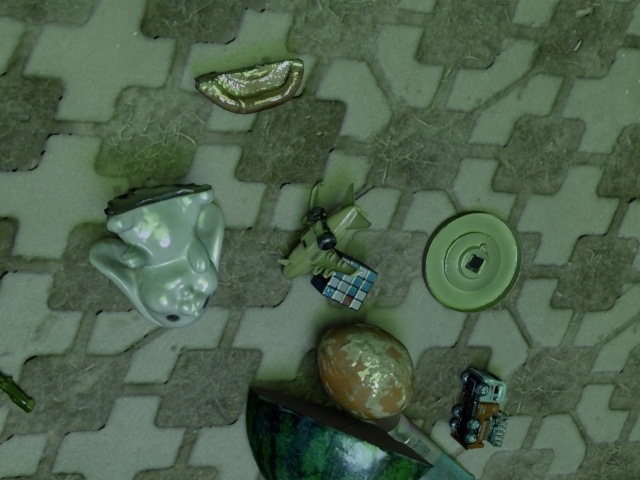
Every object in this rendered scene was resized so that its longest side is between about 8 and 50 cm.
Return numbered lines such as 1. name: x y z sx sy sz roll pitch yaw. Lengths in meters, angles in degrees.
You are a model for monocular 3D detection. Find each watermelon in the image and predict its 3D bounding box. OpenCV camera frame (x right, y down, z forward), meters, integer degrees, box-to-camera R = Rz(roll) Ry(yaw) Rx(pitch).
1. watermelon: 0.005 0.466 1.509 0.319 0.292 0.222 22 91 -28

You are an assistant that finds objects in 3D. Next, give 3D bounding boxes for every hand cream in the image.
1. hand cream: 0.243 0.510 1.690 0.111 0.070 0.312 -45 113 -5

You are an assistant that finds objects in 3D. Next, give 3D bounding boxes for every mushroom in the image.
1. mushroom: -0.131 -0.292 1.403 0.210 0.072 0.094 -16 104 -8

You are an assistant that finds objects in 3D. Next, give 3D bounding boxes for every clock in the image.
1. clock: 0.340 0.050 1.634 0.235 0.029 0.234 -3 103 -15

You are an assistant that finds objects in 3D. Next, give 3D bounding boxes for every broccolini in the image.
1. broccolini: -0.621 0.244 1.403 0.067 0.058 0.216 -21 122 32

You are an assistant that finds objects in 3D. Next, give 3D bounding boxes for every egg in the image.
1. egg: 0.093 0.271 1.528 0.233 0.195 0.194 32 92 -18

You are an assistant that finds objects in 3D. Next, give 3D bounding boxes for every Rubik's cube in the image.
1. Rubik's cube: 0.048 0.079 1.524 0.092 0.092 0.092 27 93 -19

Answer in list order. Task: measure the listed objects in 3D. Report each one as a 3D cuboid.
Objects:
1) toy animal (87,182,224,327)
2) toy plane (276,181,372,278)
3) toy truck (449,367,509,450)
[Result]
1. toy animal: -0.304 0.024 1.375 0.249 0.174 0.289 5 99 -29
2. toy plane: 0.000 0.000 1.466 0.244 0.229 0.092 -40 144 25
3. toy truck: 0.377 0.388 1.693 0.115 0.080 0.177 7 101 -22
